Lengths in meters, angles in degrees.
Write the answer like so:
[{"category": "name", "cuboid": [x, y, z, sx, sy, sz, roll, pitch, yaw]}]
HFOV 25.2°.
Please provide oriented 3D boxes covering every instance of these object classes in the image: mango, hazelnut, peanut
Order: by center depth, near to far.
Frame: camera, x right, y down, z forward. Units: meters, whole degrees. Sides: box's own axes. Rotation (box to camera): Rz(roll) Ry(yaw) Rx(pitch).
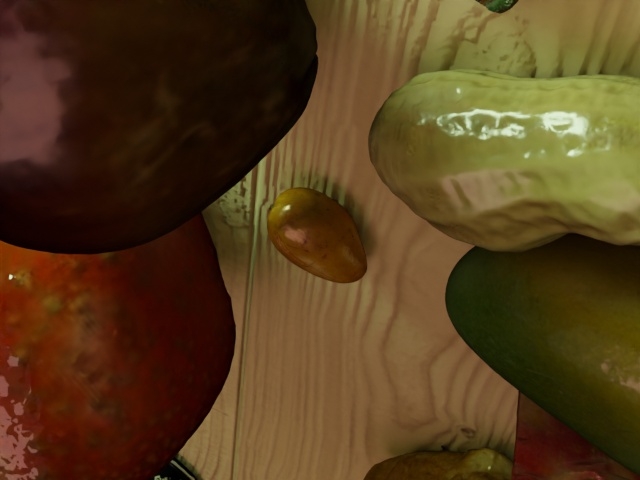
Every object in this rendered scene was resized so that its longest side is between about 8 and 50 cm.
[{"category": "hazelnut", "cuboid": [-0.108, -0.101, 0.737, 0.217, 0.217, 0.251, 20, 159, 16]}, {"category": "peanut", "cuboid": [0.122, -0.040, 0.750, 0.214, 0.090, 0.099, 5, 99, 36]}, {"category": "mango", "cuboid": [0.189, 0.064, 0.841, 0.251, 0.114, 0.156, 32, 162, 20]}, {"category": "mango", "cuboid": [0.000, 0.000, 0.960, 0.060, 0.046, 0.089, -7, 138, 44]}]

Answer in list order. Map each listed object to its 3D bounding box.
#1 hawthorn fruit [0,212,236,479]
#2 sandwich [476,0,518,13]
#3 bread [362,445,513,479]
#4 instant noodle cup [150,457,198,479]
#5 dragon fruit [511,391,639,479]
[{"category": "hawthorn fruit", "cuboid": [-0.193, 0.040, 0.981, 0.275, 0.275, 0.300, 16, 127, 22]}, {"category": "sandwich", "cuboid": [0.072, -0.151, 0.694, 0.069, 0.026, 0.101, 10, 145, 29]}, {"category": "bread", "cuboid": [0.163, 0.315, 1.187, 0.344, 0.149, 0.195, 45, 146, -24]}, {"category": "instant noodle cup", "cuboid": [-0.211, 0.279, 1.478, 0.151, 0.122, 0.151, 24, 151, 14]}, {"category": "dragon fruit", "cuboid": [0.175, 0.218, 0.949, 0.126, 0.161, 0.274, 9, 114, 14]}]
